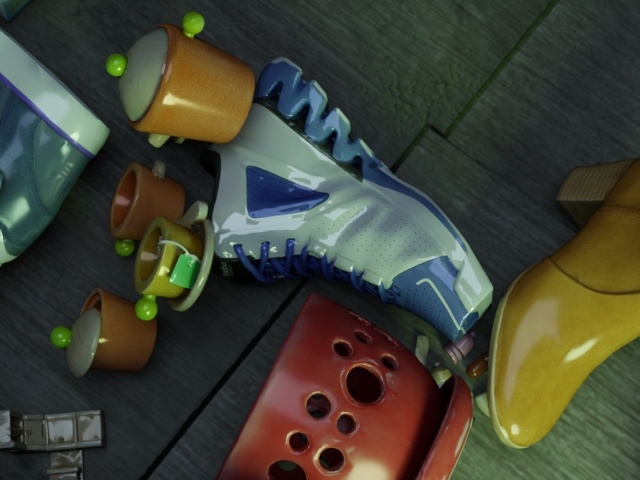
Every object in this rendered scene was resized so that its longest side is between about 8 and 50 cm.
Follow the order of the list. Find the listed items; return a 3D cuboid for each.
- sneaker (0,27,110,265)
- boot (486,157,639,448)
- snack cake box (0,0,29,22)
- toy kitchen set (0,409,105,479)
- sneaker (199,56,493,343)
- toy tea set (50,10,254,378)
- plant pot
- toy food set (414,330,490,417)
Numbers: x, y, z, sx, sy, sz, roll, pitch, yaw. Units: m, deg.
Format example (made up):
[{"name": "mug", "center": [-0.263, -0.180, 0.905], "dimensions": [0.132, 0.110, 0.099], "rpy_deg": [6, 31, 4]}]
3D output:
[{"name": "sneaker", "center": [-0.371, -0.105, 1.330], "dimensions": [0.323, 0.130, 0.236], "rpy_deg": [40, 89, 19]}, {"name": "boot", "center": [0.274, 0.050, 1.243], "dimensions": [0.211, 0.104, 0.295], "rpy_deg": [2, 64, 46]}, {"name": "snack cake box", "center": [-0.359, -0.359, 1.414], "dimensions": [0.264, 0.089, 0.152], "rpy_deg": [40, 81, 10]}, {"name": "toy kitchen set", "center": [-0.239, 0.186, 1.279], "dimensions": [0.083, 0.075, 0.068], "rpy_deg": [-6, 77, 4]}, {"name": "sneaker", "center": [-0.001, -0.001, 1.310], "dimensions": [0.182, 0.127, 0.315], "rpy_deg": [-42, 72, -5]}, {"name": "toy tea set", "center": [-0.168, -0.042, 1.270], "dimensions": [0.124, 0.200, 0.336], "rpy_deg": [17, 79, -25]}, {"name": "plant pot", "center": [0.023, 0.165, 1.229], "dimensions": [0.174, 0.191, 0.191], "rpy_deg": [29, 78, -1]}, {"name": "toy food set", "center": [0.145, 0.122, 1.319], "dimensions": [0.122, 0.019, 0.077], "rpy_deg": [10, 76, 3]}]
